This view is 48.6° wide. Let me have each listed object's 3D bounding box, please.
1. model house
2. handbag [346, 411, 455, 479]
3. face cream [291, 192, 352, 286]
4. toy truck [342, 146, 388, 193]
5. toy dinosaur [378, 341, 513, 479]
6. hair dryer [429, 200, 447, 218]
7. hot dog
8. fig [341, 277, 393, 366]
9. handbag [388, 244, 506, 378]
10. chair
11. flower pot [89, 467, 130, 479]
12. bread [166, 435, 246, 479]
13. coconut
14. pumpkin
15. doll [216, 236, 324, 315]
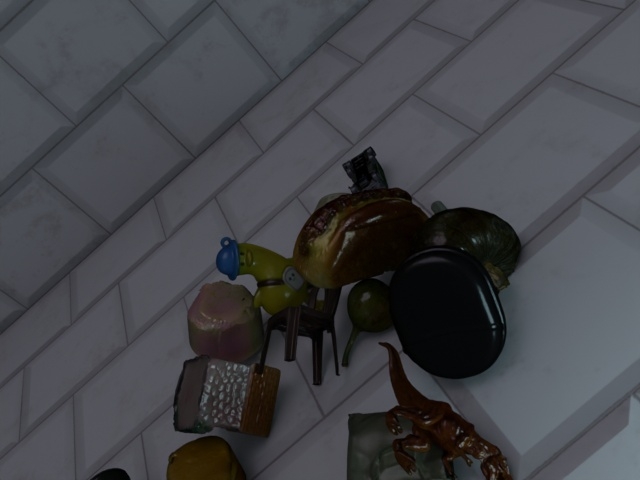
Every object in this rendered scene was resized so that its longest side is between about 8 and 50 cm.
[{"bbox_3d":[-0.251,0.432,1.914,0.237,0.237,0.202,-28,51,59],"label":"model house"},{"bbox_3d":[0.165,0.493,1.492,0.253,0.109,0.315,-17,40,23],"label":"handbag"},{"bbox_3d":[0.000,0.000,2.276,0.173,0.081,0.348,-10,45,43],"label":"face cream"},{"bbox_3d":[0.154,-0.210,2.316,0.114,0.124,0.253,-33,35,18],"label":"toy truck"},{"bbox_3d":[0.202,0.357,1.435,0.432,0.208,0.097,45,131,31],"label":"toy dinosaur"},{"bbox_3d":[0.315,-0.056,2.048,0.124,0.038,0.063,-44,30,13],"label":"hair dryer"},{"bbox_3d":[0.123,-0.026,1.889,0.405,0.223,0.185,-15,32,-26],"label":"hot dog"},{"bbox_3d":[0.115,0.223,1.889,0.245,0.149,0.149,-61,31,8],"label":"fig"},{"bbox_3d":[0.278,0.165,1.594,0.254,0.308,0.093,-19,2,25],"label":"handbag"},{"bbox_3d":[-0.037,0.204,1.900,0.175,0.183,0.326,-35,43,48],"label":"chair"},{"bbox_3d":[-0.591,0.744,2.010,0.157,0.157,0.107,-49,46,-9],"label":"flower pot"},{"bbox_3d":[-0.287,0.618,1.793,0.195,0.142,0.269,-19,23,-10],"label":"bread"},{"bbox_3d":[-0.288,0.259,2.155,0.233,0.245,0.233,2,43,-2],"label":"coconut"},{"bbox_3d":[0.339,0.049,1.718,0.242,0.232,0.325,10,63,49],"label":"pumpkin"},{"bbox_3d":[-0.146,0.108,2.063,0.199,0.363,0.145,-56,14,-24],"label":"doll"}]
